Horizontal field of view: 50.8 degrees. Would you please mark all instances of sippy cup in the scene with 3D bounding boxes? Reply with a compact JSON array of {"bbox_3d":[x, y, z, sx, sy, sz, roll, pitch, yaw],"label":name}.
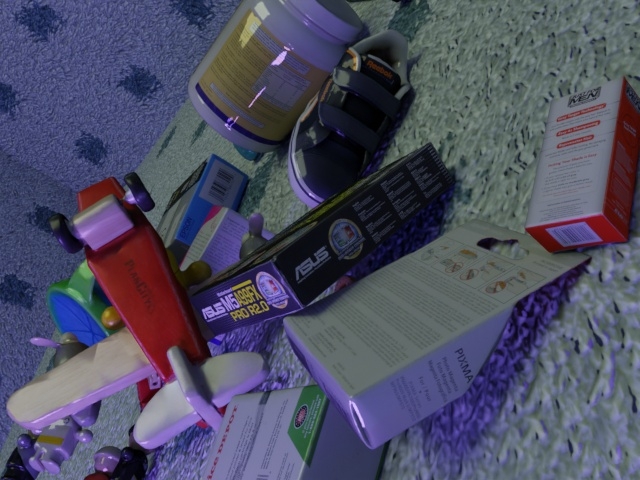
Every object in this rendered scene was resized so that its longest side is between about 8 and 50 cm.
[{"bbox_3d":[-0.380,0.130,1.347,0.224,0.240,0.305,-39,3,-38],"label":"sippy cup"}]

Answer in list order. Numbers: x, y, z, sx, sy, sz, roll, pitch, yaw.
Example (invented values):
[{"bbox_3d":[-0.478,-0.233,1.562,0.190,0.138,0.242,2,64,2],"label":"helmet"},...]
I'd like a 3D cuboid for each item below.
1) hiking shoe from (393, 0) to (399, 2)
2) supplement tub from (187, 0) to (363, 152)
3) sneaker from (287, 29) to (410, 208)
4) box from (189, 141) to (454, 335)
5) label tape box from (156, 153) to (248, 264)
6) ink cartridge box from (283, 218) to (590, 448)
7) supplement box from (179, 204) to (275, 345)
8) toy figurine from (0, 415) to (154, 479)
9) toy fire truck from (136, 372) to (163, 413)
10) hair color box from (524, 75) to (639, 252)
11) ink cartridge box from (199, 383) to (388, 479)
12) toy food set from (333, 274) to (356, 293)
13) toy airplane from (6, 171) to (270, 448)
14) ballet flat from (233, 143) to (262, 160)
[{"bbox_3d":[0.182,-0.597,1.233,0.304,0.132,0.113,-60,22,-4],"label":"hiking shoe"},{"bbox_3d":[-0.094,-0.373,1.389,0.331,0.241,0.241,-47,25,27],"label":"supplement tub"},{"bbox_3d":[0.048,-0.197,1.014,0.127,0.126,0.321,-37,28,53],"label":"sneaker"},{"bbox_3d":[0.000,0.000,0.791,0.270,0.060,0.216,-38,7,-34],"label":"box"},{"bbox_3d":[-0.328,-0.015,1.599,0.347,0.115,0.249,-30,35,47],"label":"label tape box"},{"bbox_3d":[0.098,0.068,0.611,0.232,0.066,0.189,-23,19,-13],"label":"ink cartridge box"},{"bbox_3d":[-0.187,0.058,1.204,0.220,0.113,0.111,-62,22,-5],"label":"supplement box"},{"bbox_3d":[-0.401,0.363,1.139,0.213,0.209,0.148,-39,23,39],"label":"toy figurine"},{"bbox_3d":[-0.294,0.221,1.168,0.135,0.047,0.192,157,104,-68],"label":"toy fire truck"},{"bbox_3d":[0.224,-0.063,0.567,0.072,0.043,0.141,-13,50,49],"label":"hair color box"},{"bbox_3d":[-0.037,0.236,0.688,0.208,0.086,0.153,-22,42,54],"label":"ink cartridge box"},{"bbox_3d":[0.027,0.086,0.834,0.083,0.020,0.082,-57,22,4],"label":"toy food set"},{"bbox_3d":[-0.219,0.118,0.990,0.272,0.385,0.385,84,-161,-72],"label":"toy airplane"},{"bbox_3d":[-0.133,-0.308,1.593,0.248,0.087,0.083,-64,22,-13],"label":"ballet flat"}]
